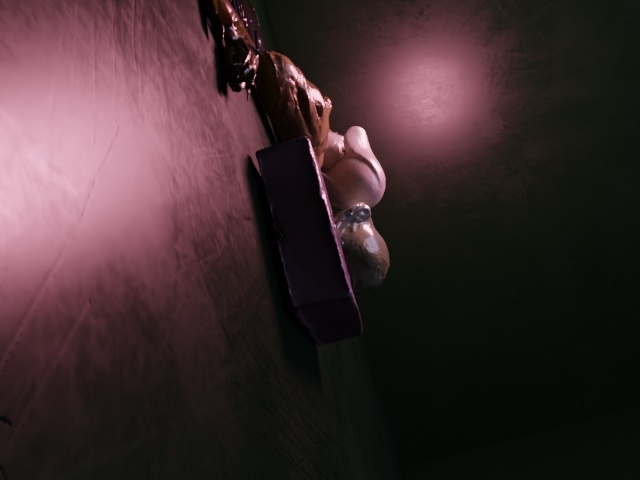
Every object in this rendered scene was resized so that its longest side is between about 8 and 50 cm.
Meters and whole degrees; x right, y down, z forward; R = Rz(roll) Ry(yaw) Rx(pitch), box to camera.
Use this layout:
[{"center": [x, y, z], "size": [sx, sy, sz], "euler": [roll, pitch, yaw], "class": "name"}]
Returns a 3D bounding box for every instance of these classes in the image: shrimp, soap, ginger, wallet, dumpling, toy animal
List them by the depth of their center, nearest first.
[{"center": [-0.141, -0.319, 0.926], "size": [0.150, 0.068, 0.249], "euler": [49, 16, -50], "class": "shrimp"}, {"center": [-0.015, 0.016, 1.013], "size": [0.285, 0.107, 0.296], "euler": [70, 5, -69], "class": "soap"}, {"center": [-0.173, -0.505, 1.326], "size": [0.318, 0.045, 0.173], "euler": [-72, 145, -81], "class": "wallet"}, {"center": [-0.064, -0.316, 1.373], "size": [0.126, 0.190, 0.354], "euler": [42, -6, 33], "class": "ginger"}, {"center": [0.088, 0.049, 1.577], "size": [0.321, 0.211, 0.270], "euler": [60, 12, -25], "class": "dumpling"}, {"center": [0.066, -0.218, 1.686], "size": [0.249, 0.289, 0.174], "euler": [-69, 160, -9], "class": "toy animal"}]

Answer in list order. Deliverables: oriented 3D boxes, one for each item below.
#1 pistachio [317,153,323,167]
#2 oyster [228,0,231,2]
[{"center": [-0.052, -0.297, 1.575], "size": [0.136, 0.135, 0.226], "euler": [-85, 161, -80], "class": "pistachio"}, {"center": [-0.188, -0.487, 1.083], "size": [0.083, 0.038, 0.081], "euler": [-100, 171, -49], "class": "oyster"}]
